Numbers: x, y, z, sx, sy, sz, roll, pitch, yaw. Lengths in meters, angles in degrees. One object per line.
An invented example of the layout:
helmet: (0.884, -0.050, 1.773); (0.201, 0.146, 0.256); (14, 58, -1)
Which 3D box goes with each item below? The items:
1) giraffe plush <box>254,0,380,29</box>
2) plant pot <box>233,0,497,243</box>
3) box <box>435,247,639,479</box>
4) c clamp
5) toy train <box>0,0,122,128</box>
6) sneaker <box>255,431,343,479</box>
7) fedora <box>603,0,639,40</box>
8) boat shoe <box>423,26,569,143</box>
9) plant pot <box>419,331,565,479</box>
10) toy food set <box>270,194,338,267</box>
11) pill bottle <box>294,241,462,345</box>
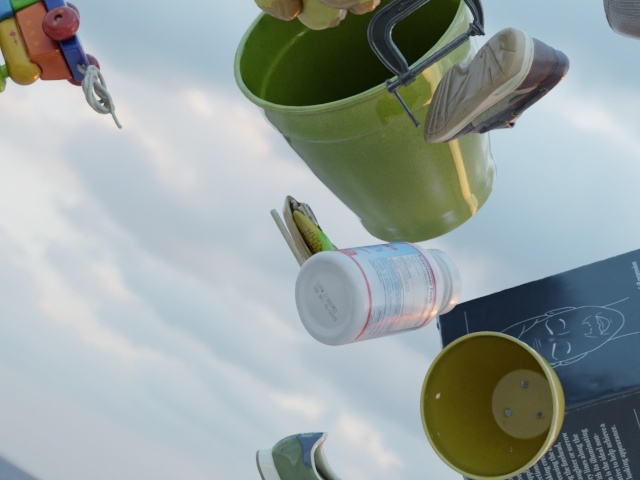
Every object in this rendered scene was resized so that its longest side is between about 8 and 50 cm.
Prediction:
giraffe plush: (0.019, -0.339, 1.793); (0.170, 0.181, 0.210); (43, -29, 59)
plant pot: (0.105, -0.192, 2.317); (0.366, 0.366, 0.353); (17, -33, 43)
box: (0.368, 0.190, 1.924); (0.293, 0.395, 0.212); (-88, 159, -59)
c clamp: (0.130, -0.235, 1.792); (0.137, 0.160, 0.022); (48, 15, -11)
toy train: (-0.324, -0.195, 1.699); (0.105, 0.143, 0.248); (74, -7, -58)
sneaker: (0.010, 0.288, 1.590); (0.192, 0.086, 0.064); (63, 9, 6)
fedora: (0.284, -0.241, 1.192); (0.124, 0.244, 0.275); (1, -6, 7)
boat shoe: (0.211, -0.176, 1.869); (0.092, 0.103, 0.285); (16, -20, -14)
plant pot: (0.173, 0.153, 1.410); (0.134, 0.134, 0.095); (22, 7, 31)
toy food set: (0.000, 0.000, 1.809); (0.132, 0.038, 0.192); (60, 10, 0)
pill bottle: (0.058, 0.047, 1.427); (0.087, 0.087, 0.160); (19, 17, 40)
